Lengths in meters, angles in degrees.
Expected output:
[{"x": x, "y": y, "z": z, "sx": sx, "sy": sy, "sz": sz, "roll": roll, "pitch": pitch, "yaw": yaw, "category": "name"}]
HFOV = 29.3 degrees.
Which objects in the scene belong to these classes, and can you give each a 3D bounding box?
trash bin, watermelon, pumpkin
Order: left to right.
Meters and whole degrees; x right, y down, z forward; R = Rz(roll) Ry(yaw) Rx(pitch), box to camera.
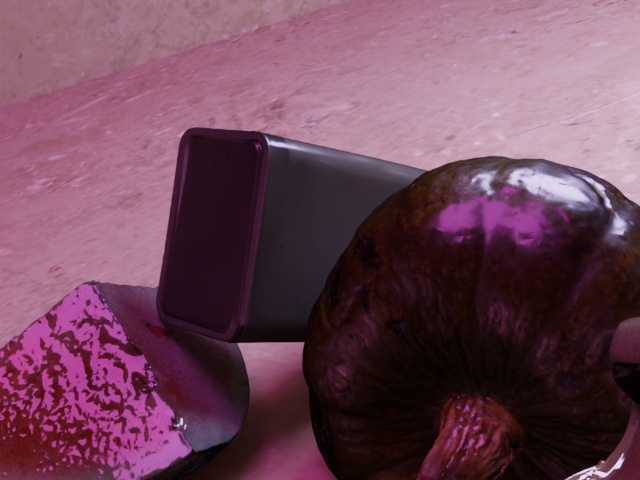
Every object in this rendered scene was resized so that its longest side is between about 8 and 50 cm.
[{"x": -0.190, "y": 0.134, "z": 1.002, "sx": 0.260, "sy": 0.176, "sz": 0.256, "roll": -38, "pitch": 17, "yaw": -4, "category": "watermelon"}, {"x": 0.000, "y": 0.000, "z": 1.042, "sx": 0.240, "sy": 0.164, "sz": 0.122, "roll": 5, "pitch": 4, "yaw": -41, "category": "trash bin"}, {"x": 0.118, "y": 0.064, "z": 0.866, "sx": 0.325, "sy": 0.232, "sz": 0.242, "roll": -9, "pitch": 27, "yaw": 27, "category": "pumpkin"}]

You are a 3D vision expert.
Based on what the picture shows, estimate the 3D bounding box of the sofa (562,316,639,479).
[{"x": 0.240, "y": 0.144, "z": 0.569, "sx": 0.200, "sy": 0.258, "sz": 0.182, "roll": -2, "pitch": 41, "yaw": 34, "category": "sofa"}]
